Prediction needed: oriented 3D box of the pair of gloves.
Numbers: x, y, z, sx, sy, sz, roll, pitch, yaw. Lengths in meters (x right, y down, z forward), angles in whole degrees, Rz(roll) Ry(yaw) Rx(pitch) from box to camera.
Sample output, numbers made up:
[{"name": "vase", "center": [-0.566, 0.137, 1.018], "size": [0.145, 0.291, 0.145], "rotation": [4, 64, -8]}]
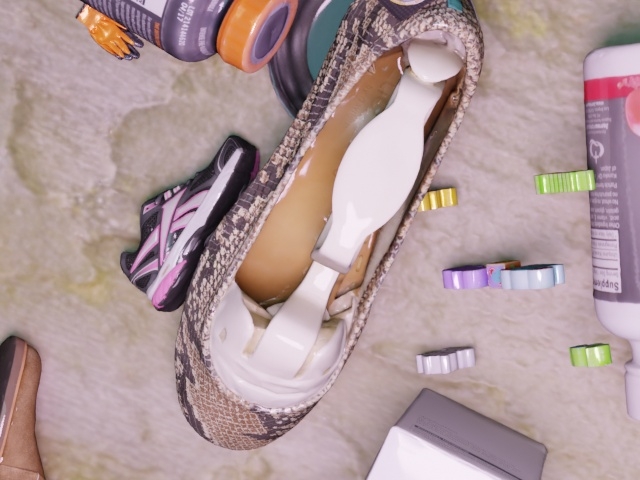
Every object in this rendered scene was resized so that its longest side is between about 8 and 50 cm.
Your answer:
[{"name": "pair of gloves", "center": [-0.184, -0.217, 1.474], "size": [0.074, 0.010, 0.083], "rotation": [43, 98, 5]}]

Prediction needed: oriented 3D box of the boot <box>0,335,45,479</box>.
[{"name": "boot", "center": [-0.290, 0.245, 1.491], "size": [0.115, 0.112, 0.305], "rotation": [9, 91, -22]}]

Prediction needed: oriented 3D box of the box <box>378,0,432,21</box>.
[{"name": "box", "center": [0.129, -0.330, 1.272], "size": [0.216, 0.270, 0.060], "rotation": [-30, 127, 30]}]

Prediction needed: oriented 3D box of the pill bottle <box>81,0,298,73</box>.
[{"name": "pill bottle", "center": [-0.142, -0.245, 1.392], "size": [0.245, 0.130, 0.130], "rotation": [32, 98, 13]}]

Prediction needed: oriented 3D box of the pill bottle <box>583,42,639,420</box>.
[{"name": "pill bottle", "center": [0.319, -0.009, 1.324], "size": [0.176, 0.176, 0.319], "rotation": [-3, 93, 9]}]

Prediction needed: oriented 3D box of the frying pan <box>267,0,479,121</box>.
[{"name": "frying pan", "center": [0.014, -0.230, 1.421], "size": [0.197, 0.053, 0.326], "rotation": [-33, 87, 10]}]

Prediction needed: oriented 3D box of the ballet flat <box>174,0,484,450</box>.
[{"name": "ballet flat", "center": [0.000, 0.000, 1.337], "size": [0.164, 0.182, 0.483], "rotation": [23, 105, -13]}]

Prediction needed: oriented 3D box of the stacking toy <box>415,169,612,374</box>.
[{"name": "stacking toy", "center": [0.156, 0.031, 1.358], "size": [0.221, 0.052, 0.167], "rotation": [-5, 94, 49]}]

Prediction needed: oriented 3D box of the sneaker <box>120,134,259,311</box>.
[{"name": "sneaker", "center": [-0.130, -0.026, 1.450], "size": [0.077, 0.072, 0.178], "rotation": [34, 92, 16]}]

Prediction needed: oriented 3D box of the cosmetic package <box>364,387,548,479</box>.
[{"name": "cosmetic package", "center": [0.088, 0.268, 1.352], "size": [0.138, 0.224, 0.224], "rotation": [26, 97, 9]}]
